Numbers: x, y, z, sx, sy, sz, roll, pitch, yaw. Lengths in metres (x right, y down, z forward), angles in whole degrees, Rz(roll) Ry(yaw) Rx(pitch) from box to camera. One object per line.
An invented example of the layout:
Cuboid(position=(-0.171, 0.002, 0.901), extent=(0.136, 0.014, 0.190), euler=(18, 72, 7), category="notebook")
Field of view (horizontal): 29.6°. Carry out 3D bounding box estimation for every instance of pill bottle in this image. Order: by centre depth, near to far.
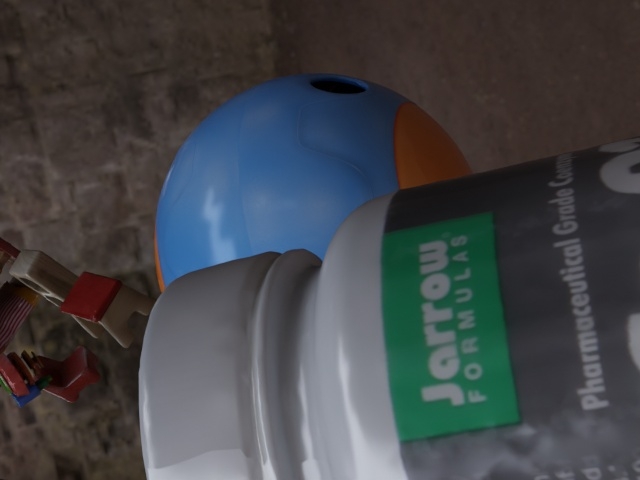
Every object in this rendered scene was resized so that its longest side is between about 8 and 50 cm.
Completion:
Cuboid(position=(0.120, 0.062, 0.524), extent=(0.204, 0.361, 0.204), euler=(-13, -90, -74), category="pill bottle")

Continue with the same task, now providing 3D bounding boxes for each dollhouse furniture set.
Cuboid(position=(-0.430, 0.110, 1.716), extent=(0.374, 0.201, 0.152), euler=(8, 154, 50), category="dollhouse furniture set")

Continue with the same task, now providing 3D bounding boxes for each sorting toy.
Cuboid(position=(-0.300, 0.131, 1.217), extent=(0.061, 0.042, 0.102), euler=(61, 159, -13), category="sorting toy")

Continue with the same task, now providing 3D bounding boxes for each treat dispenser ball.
Cuboid(position=(0.000, 0.000, 1.051), extent=(0.288, 0.288, 0.288), euler=(167, 90, -81), category="treat dispenser ball")

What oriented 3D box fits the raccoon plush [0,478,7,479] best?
Cuboid(position=(-0.410, 0.298, 1.464), extent=(0.216, 0.446, 0.299), euler=(-71, -39, -70), category="raccoon plush")
